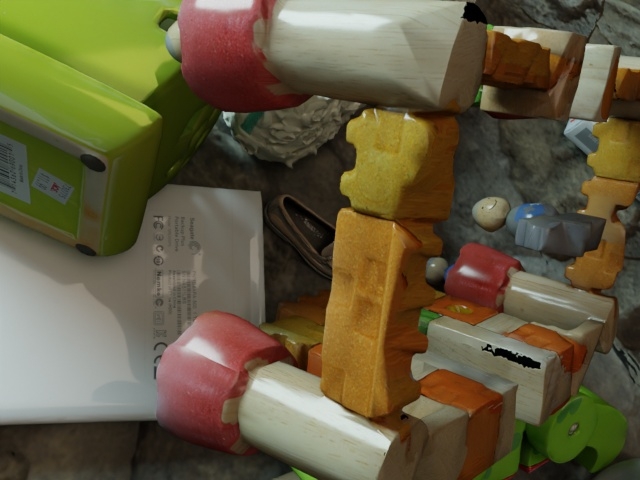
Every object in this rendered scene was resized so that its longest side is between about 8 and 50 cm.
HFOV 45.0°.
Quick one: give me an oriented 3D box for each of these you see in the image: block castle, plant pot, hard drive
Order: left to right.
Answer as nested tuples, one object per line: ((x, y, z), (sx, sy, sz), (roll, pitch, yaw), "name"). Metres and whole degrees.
((-0.193, -0.131, 0.592), (0.227, 0.228, 0.207), (25, 59, -7), "plant pot")
((-0.205, 0.049, 0.661), (0.319, 0.040, 0.210), (3, 74, -21), "hard drive")
((0.084, -0.022, 0.591), (0.453, 0.213, 0.302), (-11, 112, -52), "block castle")

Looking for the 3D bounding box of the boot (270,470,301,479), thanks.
((0.068, 0.305, 0.668), (0.207, 0.090, 0.248), (-2, 71, -21), "boot")

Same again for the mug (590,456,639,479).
((0.365, 0.387, 0.695), (0.328, 0.276, 0.374), (30, 97, -7), "mug")

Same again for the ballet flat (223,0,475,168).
((0.062, -0.235, 0.792), (0.147, 0.147, 0.409), (42, 65, -6), "ballet flat")

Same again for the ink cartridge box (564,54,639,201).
((0.386, -0.146, 0.968), (0.145, 0.045, 0.179), (39, 46, -7), "ink cartridge box")

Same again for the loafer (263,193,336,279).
((0.000, 0.000, 0.758), (0.125, 0.039, 0.045), (37, 64, -9), "loafer")

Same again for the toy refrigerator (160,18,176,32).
((-0.175, -0.279, 0.733), (0.270, 0.102, 0.094), (22, 68, -14), "toy refrigerator")

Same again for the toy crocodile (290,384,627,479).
((0.131, 0.174, 0.675), (0.341, 0.115, 0.105), (-5, 107, -32), "toy crocodile")
